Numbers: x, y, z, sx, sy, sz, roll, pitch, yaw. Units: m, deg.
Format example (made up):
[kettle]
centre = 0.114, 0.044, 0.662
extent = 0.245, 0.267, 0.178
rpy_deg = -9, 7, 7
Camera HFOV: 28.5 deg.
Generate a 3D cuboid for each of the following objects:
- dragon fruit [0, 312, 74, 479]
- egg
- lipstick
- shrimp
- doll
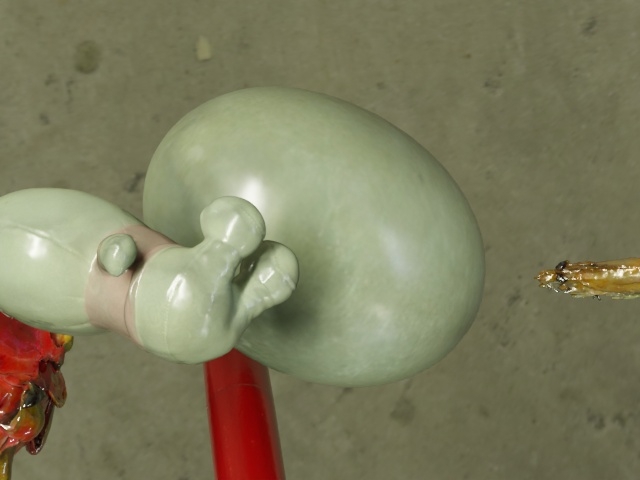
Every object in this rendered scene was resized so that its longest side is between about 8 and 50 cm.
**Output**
[dragon fruit]
centre = -0.419, 0.184, 1.429
extent = 0.228, 0.307, 0.243
rpy_deg = 26, 139, 5
[egg]
centre = 0.000, 0.000, 1.162
extent = 0.352, 0.258, 0.258
rpy_deg = 33, 116, -27
[lipstick]
centre = -0.079, 0.163, 1.247
extent = 0.073, 0.279, 0.073
rpy_deg = -4, 125, -6
[shrimp]
centre = 0.291, 0.044, 1.167
extent = 0.178, 0.124, 0.034
rpy_deg = -4, 69, 13
[doll]
centre = -0.159, 0.024, 0.908
extent = 0.275, 0.155, 0.113
rpy_deg = 5, 65, 18
